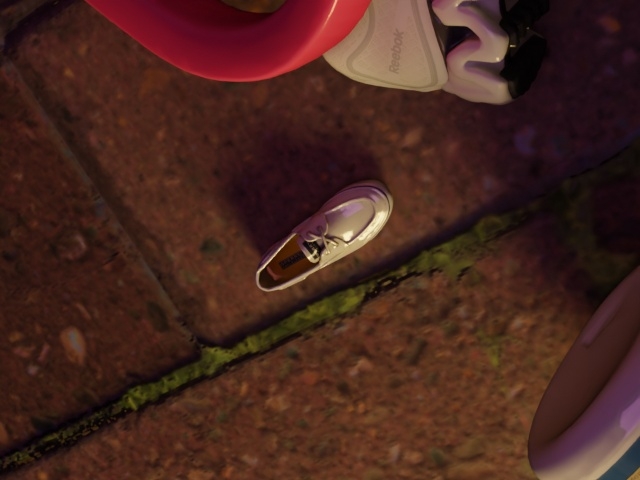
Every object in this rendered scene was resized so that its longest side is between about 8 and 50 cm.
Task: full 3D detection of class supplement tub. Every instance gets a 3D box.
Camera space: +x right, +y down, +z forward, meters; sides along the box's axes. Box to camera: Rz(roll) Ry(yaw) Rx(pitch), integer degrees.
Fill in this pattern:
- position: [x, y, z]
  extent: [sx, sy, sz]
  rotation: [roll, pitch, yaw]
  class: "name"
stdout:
- position: [0.225, 0.112, 0.566]
  extent: [0.199, 0.144, 0.144]
  rotation: [33, 117, 1]
  class: "supplement tub"

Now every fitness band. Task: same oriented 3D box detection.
- position: [-0.083, -0.205, 0.534]
  extent: [0.291, 0.054, 0.209]
  rotation: [40, 137, 17]
  class: "fitness band"

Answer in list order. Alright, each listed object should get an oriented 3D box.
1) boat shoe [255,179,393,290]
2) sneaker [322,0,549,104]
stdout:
- position: [0.000, 0.000, 0.651]
  extent: [0.100, 0.035, 0.035]
  rotation: [-31, 100, 26]
  class: "boat shoe"
- position: [0.040, -0.208, 0.521]
  extent: [0.118, 0.110, 0.292]
  rotation: [5, 112, 27]
  class: "sneaker"
